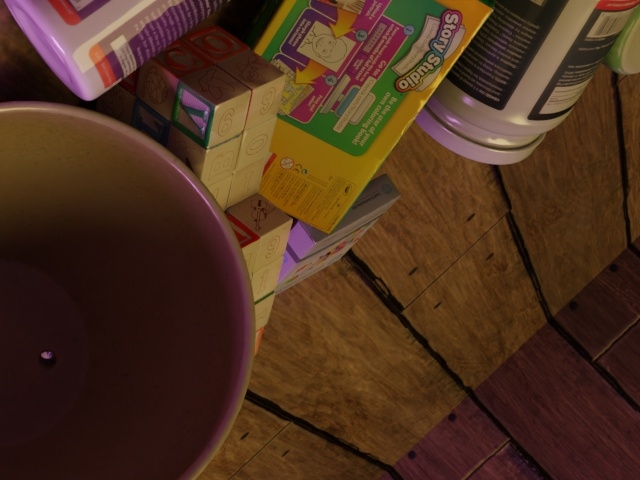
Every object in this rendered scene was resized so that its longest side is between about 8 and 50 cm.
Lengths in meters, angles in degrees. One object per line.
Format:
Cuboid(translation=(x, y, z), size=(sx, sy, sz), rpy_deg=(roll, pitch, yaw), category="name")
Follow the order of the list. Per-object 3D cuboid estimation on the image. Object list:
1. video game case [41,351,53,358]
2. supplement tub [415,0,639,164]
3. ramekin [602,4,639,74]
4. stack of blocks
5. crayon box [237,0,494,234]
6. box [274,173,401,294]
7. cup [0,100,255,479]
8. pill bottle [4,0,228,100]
Cuboid(translation=(-0.303, 0.190, 1.509), size=(0.210, 0.042, 0.232), rpy_deg=(-44, 159, 3), category="video game case")
Cuboid(translation=(0.215, -0.234, 1.414), size=(0.191, 0.191, 0.272), rpy_deg=(-23, 152, -42), category="supplement tub")
Cuboid(translation=(0.400, -0.343, 1.599), size=(0.303, 0.148, 0.303), rpy_deg=(-37, 159, -17), category="ramekin")
Cuboid(translation=(-0.116, -0.032, 1.168), size=(0.087, 0.171, 0.297), rpy_deg=(-30, 147, -42), category="stack of blocks")
Cuboid(translation=(0.010, -0.156, 1.220), size=(0.278, 0.165, 0.081), rpy_deg=(-54, -159, 26), category="crayon box")
Cuboid(translation=(0.000, 0.000, 1.639), size=(0.145, 0.038, 0.186), rpy_deg=(-29, 171, -34), category="box")
Cuboid(translation=(-0.246, 0.078, 1.085), size=(0.331, 0.331, 0.237), rpy_deg=(-33, -177, -24), category="cup")
Cuboid(translation=(-0.126, -0.199, 0.981), size=(0.193, 0.108, 0.108), rpy_deg=(-38, 159, -12), category="pill bottle")
